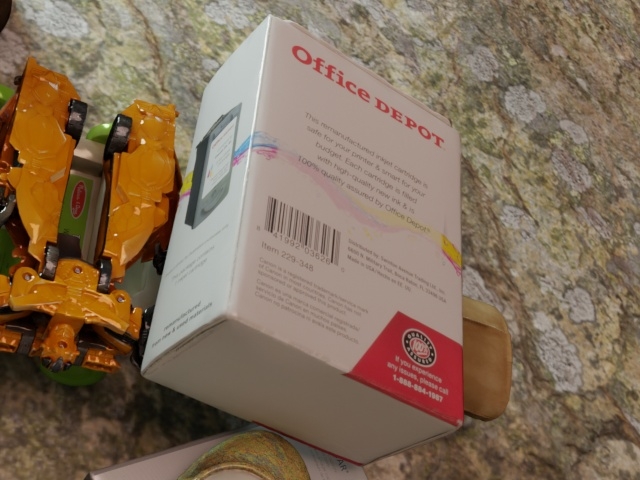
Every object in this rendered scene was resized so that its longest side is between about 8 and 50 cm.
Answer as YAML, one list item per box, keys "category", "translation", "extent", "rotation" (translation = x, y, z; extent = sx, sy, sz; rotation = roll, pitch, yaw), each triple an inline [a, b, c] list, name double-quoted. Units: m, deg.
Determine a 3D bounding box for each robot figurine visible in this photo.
- category: "robot figurine"
  translation: [-0.201, -0.015, 0.773]
  extent: [0.211, 0.085, 0.291]
  rotation: [16, 49, -22]

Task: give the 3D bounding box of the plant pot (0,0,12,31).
- category: "plant pot"
  translation: [-0.384, -0.335, 0.892]
  extent: [0.215, 0.230, 0.215]
  rotation: [17, 50, -20]

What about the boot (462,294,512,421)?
- category: "boot"
  translation: [0.069, 0.043, 0.961]
  extent: [0.269, 0.089, 0.236]
  rotation: [21, 59, -21]

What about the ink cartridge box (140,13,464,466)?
- category: "ink cartridge box"
  translation: [0.000, 0.000, 0.774]
  extent: [0.226, 0.131, 0.306]
  rotation: [28, 46, -26]

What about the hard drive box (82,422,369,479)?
- category: "hard drive box"
  translation: [-0.062, 0.251, 0.751]
  extent: [0.232, 0.089, 0.181]
  rotation: [-9, 63, -36]

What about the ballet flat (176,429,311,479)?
- category: "ballet flat"
  translation: [-0.092, 0.242, 0.598]
  extent: [0.123, 0.123, 0.348]
  rotation: [42, 48, 2]

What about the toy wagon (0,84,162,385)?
- category: "toy wagon"
  translation: [-0.226, 0.003, 0.851]
  extent: [0.344, 0.068, 0.267]
  rotation: [17, 50, -22]
